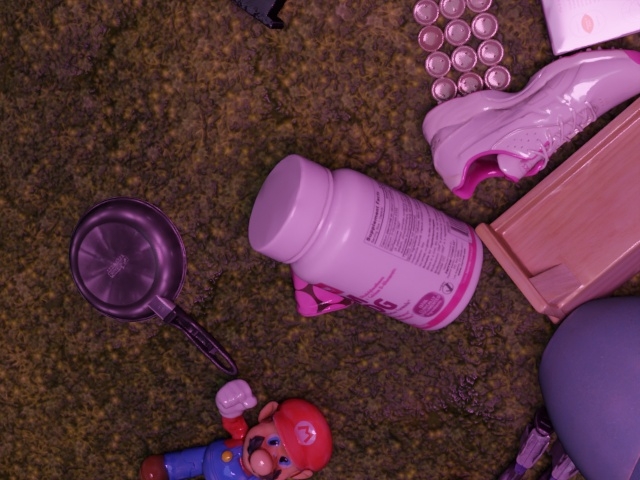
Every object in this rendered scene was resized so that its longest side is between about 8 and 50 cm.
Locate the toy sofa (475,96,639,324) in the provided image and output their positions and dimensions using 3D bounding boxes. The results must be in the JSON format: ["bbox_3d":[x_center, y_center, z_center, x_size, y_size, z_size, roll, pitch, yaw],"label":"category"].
[{"bbox_3d":[0.399,-0.059,1.344,0.362,0.177,0.150,-43,65,17],"label":"toy sofa"}]

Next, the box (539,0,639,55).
[{"bbox_3d":[0.366,-0.322,1.310,0.171,0.091,0.130,-14,98,15],"label":"box"}]

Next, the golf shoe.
[{"bbox_3d":[0.287,-0.147,1.333,0.306,0.115,0.140,-20,59,22],"label":"golf shoe"}]

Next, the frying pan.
[{"bbox_3d":[-0.277,0.091,1.572,0.197,0.053,0.326,-21,93,17],"label":"frying pan"}]

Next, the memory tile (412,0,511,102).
[{"bbox_3d":[0.192,-0.267,1.404,0.113,0.012,0.148,-12,99,15],"label":"memory tile"}]

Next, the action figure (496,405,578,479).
[{"bbox_3d":[0.275,0.372,1.472,0.185,0.099,0.285,28,110,-3],"label":"action figure"}]

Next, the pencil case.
[{"bbox_3d":[0.000,0.000,1.467,0.098,0.095,0.209,-9,102,-11],"label":"pencil case"}]

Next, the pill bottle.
[{"bbox_3d":[0.059,0.002,1.353,0.283,0.160,0.160,24,108,-24],"label":"pill bottle"}]

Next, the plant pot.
[{"bbox_3d":[0.402,0.184,1.334,0.195,0.290,0.290,36,109,35],"label":"plant pot"}]

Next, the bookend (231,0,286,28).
[{"bbox_3d":[-0.083,-0.400,1.410,0.156,0.072,0.157,35,106,3],"label":"bookend"}]

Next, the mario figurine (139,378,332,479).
[{"bbox_3d":[-0.127,0.333,1.515,0.321,0.170,0.198,-29,128,24],"label":"mario figurine"}]
